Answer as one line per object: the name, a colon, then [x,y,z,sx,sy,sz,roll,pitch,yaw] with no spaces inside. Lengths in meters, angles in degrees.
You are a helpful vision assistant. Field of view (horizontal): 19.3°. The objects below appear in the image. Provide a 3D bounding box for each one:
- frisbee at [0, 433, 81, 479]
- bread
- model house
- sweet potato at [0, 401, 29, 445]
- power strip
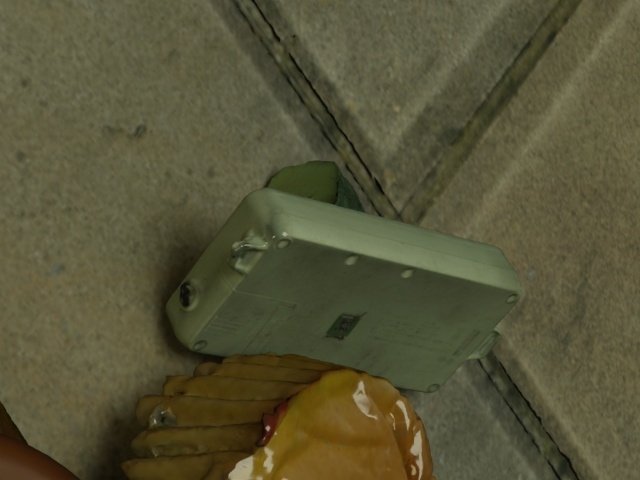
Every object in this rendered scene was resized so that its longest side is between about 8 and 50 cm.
frisbee: [-0.205,0.215,0.962,0.250,0.021,0.251,3,74,-12]
bread: [-0.014,0.200,1.149,0.274,0.149,0.274,9,77,-43]
model house: [0.000,0.000,1.296,0.083,0.066,0.079,58,32,-41]
sweet potato: [-0.210,0.098,1.044,0.077,0.077,0.244,-26,89,-46]
power strip: [0.019,0.039,1.254,0.270,0.118,0.046,13,37,-43]
